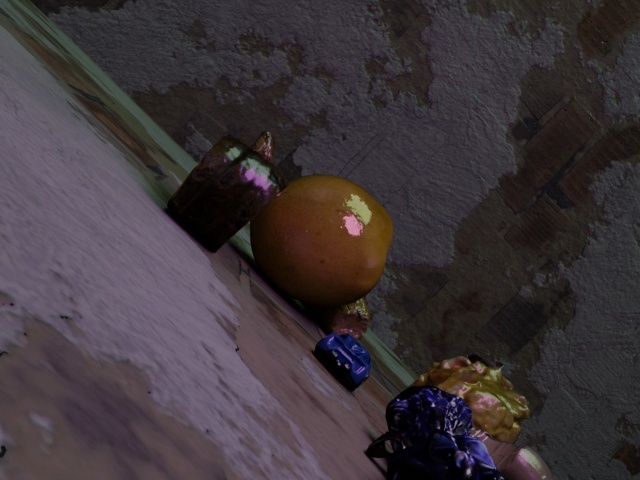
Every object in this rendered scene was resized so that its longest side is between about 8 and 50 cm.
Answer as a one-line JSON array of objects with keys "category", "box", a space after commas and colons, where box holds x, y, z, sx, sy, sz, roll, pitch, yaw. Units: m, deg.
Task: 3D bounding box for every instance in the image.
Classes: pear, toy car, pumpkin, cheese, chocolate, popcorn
[{"category": "pear", "box": [0.000, 0.000, 1.530, 0.314, 0.314, 0.314, 45, 0, 0]}, {"category": "toy car", "box": [0.050, 0.206, 1.235, 0.103, 0.063, 0.216, 44, 0, 10]}, {"category": "pumpkin", "box": [-0.150, -0.101, 1.252, 0.139, 0.222, 0.317, 46, 1, -3]}, {"category": "cheese", "box": [0.330, 0.390, 1.113, 0.286, 0.082, 0.163, -5, -65, 53]}, {"category": "chocolate", "box": [0.127, 0.256, 0.814, 0.149, 0.126, 0.343, 5, -2, 7]}, {"category": "popcorn", "box": [0.293, 0.336, 1.391, 0.249, 0.225, 0.249, 42, 5, -5]}]

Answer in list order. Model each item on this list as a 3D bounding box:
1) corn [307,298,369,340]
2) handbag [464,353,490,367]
[{"category": "corn", "box": [0.031, 0.143, 1.716, 0.131, 0.131, 0.344, 45, 2, -25]}, {"category": "handbag", "box": [0.347, 0.396, 1.691, 0.169, 0.215, 0.155, 51, 5, -30]}]
